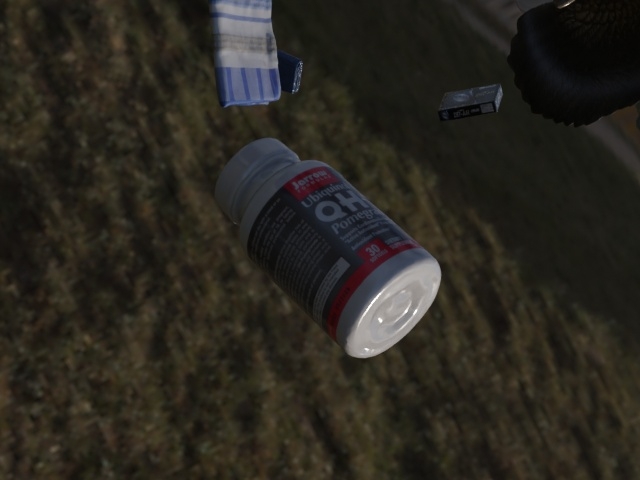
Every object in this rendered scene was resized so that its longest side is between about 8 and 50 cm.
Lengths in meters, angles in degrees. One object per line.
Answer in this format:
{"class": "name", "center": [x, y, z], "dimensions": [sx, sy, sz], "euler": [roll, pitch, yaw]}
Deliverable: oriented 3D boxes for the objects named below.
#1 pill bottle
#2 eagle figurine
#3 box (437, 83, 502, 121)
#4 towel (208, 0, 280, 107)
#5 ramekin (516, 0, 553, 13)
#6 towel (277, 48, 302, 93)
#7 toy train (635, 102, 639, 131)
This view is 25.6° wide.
{"class": "pill bottle", "center": [0.000, 0.000, 1.943], "dimensions": [0.318, 0.176, 0.176], "euler": [43, 3, 28]}
{"class": "eagle figurine", "center": [0.282, -0.234, 1.215], "dimensions": [0.298, 0.226, 0.225], "euler": [76, 7, -77]}
{"class": "box", "center": [0.213, -0.195, 1.992], "dimensions": [0.067, 0.083, 0.018], "euler": [-63, 140, -57]}
{"class": "towel", "center": [-0.117, -0.345, 2.126], "dimensions": [0.209, 0.034, 0.285], "euler": [-17, 104, -69]}
{"class": "ramekin", "center": [0.433, -0.427, 2.136], "dimensions": [0.127, 0.273, 0.273], "euler": [31, 24, -19]}
{"class": "towel", "center": [-0.085, -0.295, 2.371], "dimensions": [0.119, 0.067, 0.029], "euler": [25, 32, 23]}
{"class": "toy train", "center": [0.499, -0.125, 1.760], "dimensions": [0.142, 0.190, 0.334], "euler": [-119, -175, -68]}
